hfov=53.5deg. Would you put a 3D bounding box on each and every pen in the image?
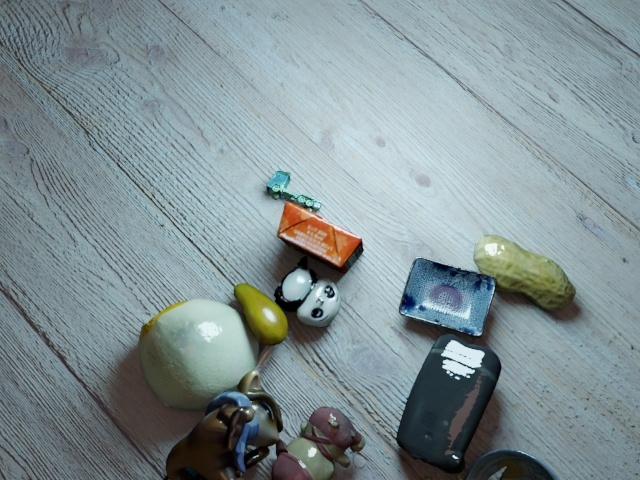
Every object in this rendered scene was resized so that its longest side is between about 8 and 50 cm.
[{"bbox_3d":[-0.188,0.370,1.781,0.033,0.033,0.269,32,73,10],"label":"pen"}]

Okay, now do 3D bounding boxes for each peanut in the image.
[{"bbox_3d":[0.581,0.093,1.821,0.314,0.149,0.149,24,73,4],"label":"peanut"}]

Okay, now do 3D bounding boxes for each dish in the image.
[{"bbox_3d":[0.361,0.164,1.816,0.244,0.080,0.181,16,77,13],"label":"dish"},{"bbox_3d":[0.512,0.675,1.627,0.274,0.134,0.273,-10,72,33],"label":"dish"}]

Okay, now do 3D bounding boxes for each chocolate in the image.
[{"bbox_3d":[0.000,0.000,1.803,0.235,0.237,0.107,26,84,8],"label":"chocolate"}]

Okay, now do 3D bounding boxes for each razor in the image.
[{"bbox_3d":[0.342,0.431,1.699,0.205,0.113,0.348,17,71,31],"label":"razor"}]

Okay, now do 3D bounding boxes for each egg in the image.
[{"bbox_3d":[-0.347,0.296,1.712,0.338,0.201,0.336,-2,71,7],"label":"egg"}]

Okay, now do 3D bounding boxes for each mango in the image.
[{"bbox_3d":[-0.168,0.202,1.780,0.099,0.136,0.227,-45,52,2],"label":"mango"}]

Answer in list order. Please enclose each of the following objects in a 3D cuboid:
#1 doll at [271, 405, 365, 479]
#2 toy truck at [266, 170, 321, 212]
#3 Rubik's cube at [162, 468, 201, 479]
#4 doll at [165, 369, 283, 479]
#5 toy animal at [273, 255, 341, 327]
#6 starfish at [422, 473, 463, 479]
[{"bbox_3d":[-0.020,0.557,1.657,0.256,0.196,0.152,-47,114,-18],"label":"doll"},{"bbox_3d":[-0.073,-0.150,1.938,0.175,0.067,0.081,23,72,8],"label":"toy truck"},{"bbox_3d":[-0.340,0.671,1.594,0.162,0.160,0.163,39,92,12],"label":"Rubik's cube"},{"bbox_3d":[-0.209,0.485,1.554,0.209,0.340,0.317,35,108,5],"label":"doll"},{"bbox_3d":[-0.022,0.153,1.798,0.179,0.138,0.166,35,81,13],"label":"toy animal"},{"bbox_3d":[0.342,0.760,1.610,0.302,0.060,0.299,36,81,28],"label":"starfish"}]
